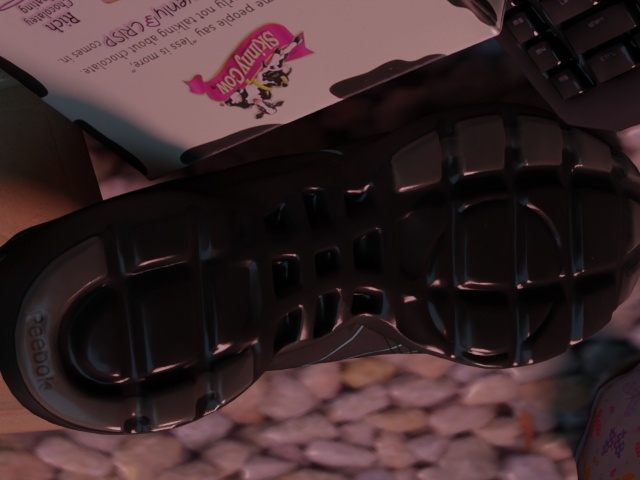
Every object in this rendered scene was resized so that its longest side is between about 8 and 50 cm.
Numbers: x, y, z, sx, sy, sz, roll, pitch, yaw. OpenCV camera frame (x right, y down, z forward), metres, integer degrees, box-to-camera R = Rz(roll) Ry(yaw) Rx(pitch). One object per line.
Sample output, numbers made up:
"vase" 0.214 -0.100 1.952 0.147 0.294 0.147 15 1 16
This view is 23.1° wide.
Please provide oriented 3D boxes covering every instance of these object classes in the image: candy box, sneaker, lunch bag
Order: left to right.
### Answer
"candy box" -0.073 -0.125 0.446 0.159 0.071 0.233 -18 135 41
"sneaker" 0.000 0.000 0.586 0.267 0.106 0.101 -7 101 -25
"lunch bag" 0.149 0.108 0.720 0.053 0.071 0.083 2 136 -1

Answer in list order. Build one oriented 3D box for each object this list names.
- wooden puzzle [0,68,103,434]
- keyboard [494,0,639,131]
"wooden puzzle" -0.190 0.012 0.642 0.221 0.044 0.239 -5 141 4
"keyboard" 0.140 -0.155 0.416 0.317 0.033 0.201 -26 109 41
